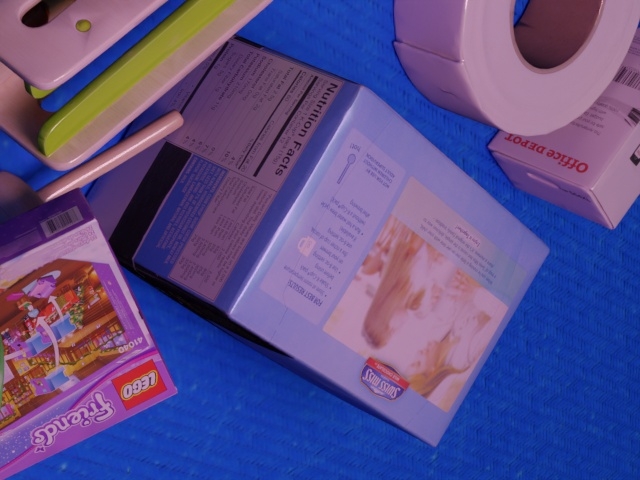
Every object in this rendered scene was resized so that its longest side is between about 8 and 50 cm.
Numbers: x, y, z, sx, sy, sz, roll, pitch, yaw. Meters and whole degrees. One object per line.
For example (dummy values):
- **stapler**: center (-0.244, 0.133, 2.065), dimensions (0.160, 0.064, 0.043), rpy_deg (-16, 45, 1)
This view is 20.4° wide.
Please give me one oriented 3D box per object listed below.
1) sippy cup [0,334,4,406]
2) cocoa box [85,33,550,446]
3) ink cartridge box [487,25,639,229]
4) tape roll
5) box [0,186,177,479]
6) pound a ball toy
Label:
- **sippy cup**: center (-0.366, 0.141, 1.253), dimensions (0.224, 0.240, 0.305), rpy_deg (17, 104, -22)
- **cocoa box**: center (0.000, 0.000, 1.616), dimensions (0.347, 0.228, 0.231), rpy_deg (36, 82, -47)
- **ink cartridge box**: center (0.302, -0.132, 1.915), dimensions (0.203, 0.148, 0.086), rpy_deg (-53, 138, -12)
- **tape roll**: center (0.206, -0.252, 1.800), dimensions (0.286, 0.100, 0.286), rpy_deg (-22, 123, -37)
- **box**: center (-0.285, 0.105, 1.435), dimensions (0.293, 0.057, 0.201), rpy_deg (-26, 128, -7)
- **pound a ball toy**: center (-0.180, -0.166, 1.459), dimensions (0.319, 0.136, 0.208), rpy_deg (-43, 159, -22)
